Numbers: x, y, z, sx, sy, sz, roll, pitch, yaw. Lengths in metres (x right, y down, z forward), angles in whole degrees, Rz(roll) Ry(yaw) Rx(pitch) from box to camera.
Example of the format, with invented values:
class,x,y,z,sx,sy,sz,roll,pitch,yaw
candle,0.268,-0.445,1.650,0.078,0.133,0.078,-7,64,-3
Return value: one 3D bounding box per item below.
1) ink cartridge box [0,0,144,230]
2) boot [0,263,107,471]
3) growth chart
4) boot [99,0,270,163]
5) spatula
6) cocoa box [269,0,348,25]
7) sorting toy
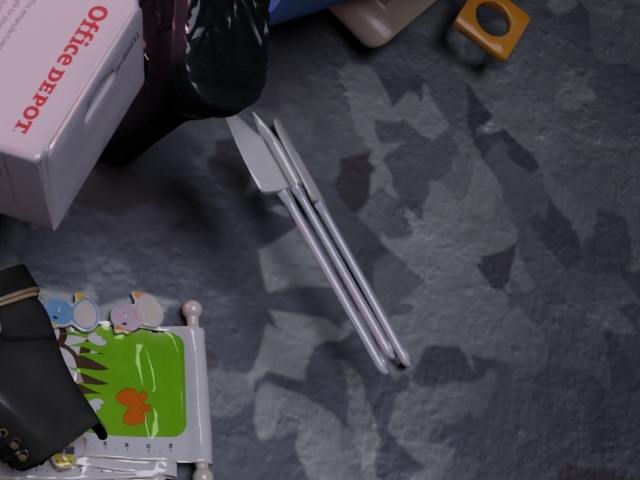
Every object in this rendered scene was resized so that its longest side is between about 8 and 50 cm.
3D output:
class,x,y,z,sx,sy,sz,roll,pitch,yaw
ink cartridge box,-0.236,-0.111,0.837,0.203,0.086,0.148,19,57,8
boot,-0.245,0.111,0.838,0.198,0.077,0.137,-28,85,-34
growth chart,-0.184,0.117,0.921,0.237,0.021,0.172,-3,67,-28
boot,-0.115,-0.191,0.968,0.094,0.207,0.246,10,78,-33
spatula,0.000,0.000,1.011,0.019,0.168,0.242,-29,83,9
cocoa box,0.068,-0.362,1.076,0.347,0.231,0.228,-25,82,-36
sorting toy,0.047,-0.289,1.217,0.347,0.047,0.196,46,59,0
